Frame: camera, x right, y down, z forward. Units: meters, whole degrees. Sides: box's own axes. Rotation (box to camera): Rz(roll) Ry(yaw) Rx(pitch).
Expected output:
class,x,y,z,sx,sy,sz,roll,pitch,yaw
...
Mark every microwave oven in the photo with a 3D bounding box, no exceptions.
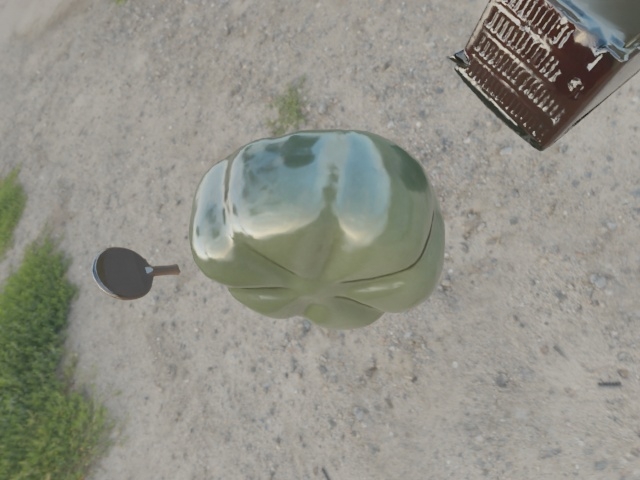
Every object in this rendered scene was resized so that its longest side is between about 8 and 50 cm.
class,x,y,z,sx,sy,sz,roll,pitch,yaw
microwave oven,0.318,-0.263,0.655,0.247,0.188,0.178,-36,78,-21

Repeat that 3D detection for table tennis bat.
class,x,y,z,sx,sy,sz,roll,pitch,yaw
table tennis bat,-0.301,0.032,0.926,0.119,0.169,0.108,-39,68,33

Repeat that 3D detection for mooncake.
class,x,y,z,sx,sy,sz,roll,pitch,yaw
mooncake,0.000,0.000,0.554,0.274,0.275,0.135,-17,56,30
